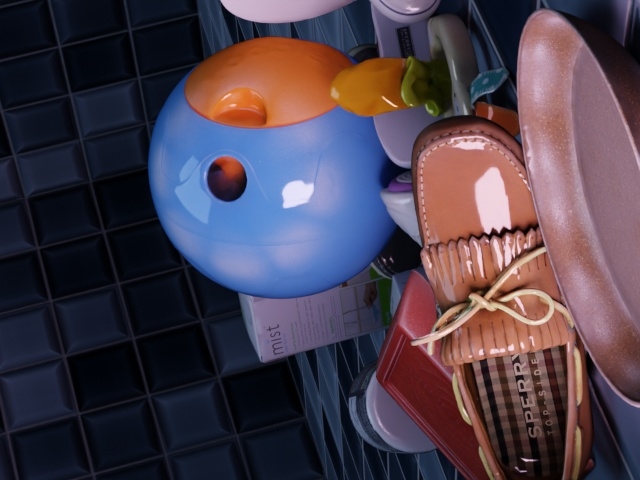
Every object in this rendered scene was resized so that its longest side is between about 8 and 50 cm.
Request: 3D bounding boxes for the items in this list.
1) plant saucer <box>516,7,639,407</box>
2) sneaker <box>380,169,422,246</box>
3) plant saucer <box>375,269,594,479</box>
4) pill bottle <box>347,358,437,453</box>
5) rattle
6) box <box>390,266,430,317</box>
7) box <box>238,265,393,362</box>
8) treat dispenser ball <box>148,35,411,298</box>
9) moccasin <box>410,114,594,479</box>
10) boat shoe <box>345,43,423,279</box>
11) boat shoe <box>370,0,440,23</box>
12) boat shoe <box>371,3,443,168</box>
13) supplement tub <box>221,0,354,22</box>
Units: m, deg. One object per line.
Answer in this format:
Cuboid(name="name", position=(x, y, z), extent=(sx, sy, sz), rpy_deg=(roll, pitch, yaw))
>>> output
Cuboid(name="plant saucer", position=(0.221, -0.029, 1.394), extent=(0.310, 0.050, 0.310), rpy_deg=(166, 90, -82))
Cuboid(name="sneaker", position=(0.137, 0.009, 1.820), extent=(0.305, 0.114, 0.152), rpy_deg=(-129, 27, -73))
Cuboid(name="plant saucer", position=(0.149, 0.175, 1.879), extent=(0.258, 0.048, 0.259), rpy_deg=(48, 164, 12))
Cuboid(name="pill bottle", position=(0.105, 0.209, 2.373), extent=(0.246, 0.130, 0.130), rpy_deg=(137, 118, -82))
Cuboid(name="rattle", position=(0.099, -0.141, 1.766), extent=(0.199, 0.143, 0.130), rpy_deg=(-106, 23, -59))
Cuboid(name="box", position=(0.136, 0.082, 2.018), extent=(0.101, 0.102, 0.087), rpy_deg=(88, 167, -64))
Cuboid(name="box", position=(0.000, 0.000, 2.367), extent=(0.126, 0.231, 0.262), rpy_deg=(-115, 12, -53))
Cuboid(name="treat dispenser ball", position=(-0.043, -0.079, 2.004), extent=(0.288, 0.288, 0.288), rpy_deg=(166, 90, -82))
Cuboid(name="moccasin", position=(0.155, 0.071, 1.611), extent=(0.147, 0.139, 0.380), rpy_deg=(-71, -26, -61))
Cuboid(name="boat shoe", position=(0.076, -0.087, 2.156), extent=(0.092, 0.103, 0.285), rpy_deg=(-119, 22, -79))
Cuboid(name="boat shoe", position=(0.068, -0.346, 1.780), extent=(0.088, 0.096, 0.267), rpy_deg=(120, 143, -86))
Cuboid(name="boat shoe", position=(0.091, -0.167, 1.929), extent=(0.076, 0.080, 0.228), rpy_deg=(69, -169, -62))
Cuboid(name="supplement tub", position=(-0.055, -0.420, 1.965), extent=(0.235, 0.235, 0.324), rpy_deg=(93, 161, -66))
